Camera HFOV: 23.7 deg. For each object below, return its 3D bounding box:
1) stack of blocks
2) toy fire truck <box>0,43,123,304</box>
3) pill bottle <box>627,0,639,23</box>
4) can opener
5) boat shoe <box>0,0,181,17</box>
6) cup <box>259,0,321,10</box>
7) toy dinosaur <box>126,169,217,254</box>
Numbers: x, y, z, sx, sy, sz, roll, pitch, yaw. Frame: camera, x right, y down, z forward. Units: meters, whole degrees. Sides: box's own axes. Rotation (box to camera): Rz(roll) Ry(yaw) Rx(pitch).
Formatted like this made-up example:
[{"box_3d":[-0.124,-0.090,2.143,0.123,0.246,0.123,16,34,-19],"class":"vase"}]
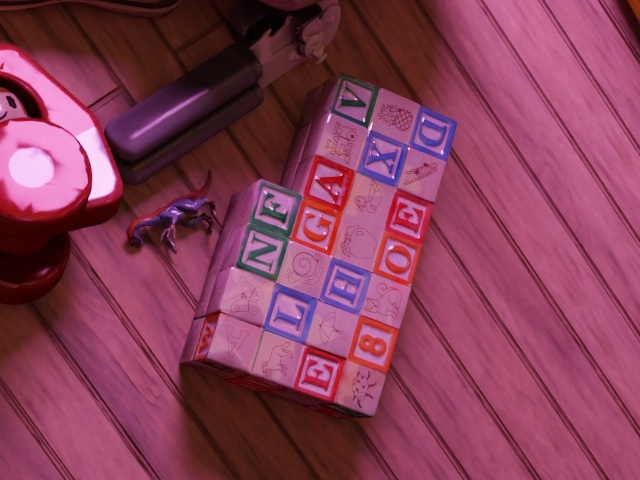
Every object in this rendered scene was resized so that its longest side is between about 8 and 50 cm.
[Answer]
[{"box_3d":[0.000,0.000,1.425,0.171,0.087,0.297,22,76,-18],"class":"stack of blocks"},{"box_3d":[-0.332,-0.074,1.276,0.302,0.169,0.254,-16,70,-24],"class":"toy fire truck"},{"box_3d":[0.389,-0.240,1.604,0.103,0.103,0.184,-31,94,-22],"class":"pill bottle"},{"box_3d":[-0.091,-0.156,1.430,0.093,0.074,0.280,39,65,24],"class":"can opener"},{"box_3d":[-0.236,-0.258,1.361,0.257,0.095,0.095,-1,83,-22],"class":"boat shoe"},{"box_3d":[-0.018,-0.347,1.357,0.331,0.331,0.237,37,83,-13],"class":"cup"},{"box_3d":[-0.139,-0.020,1.411,0.082,0.047,0.090,2,49,-13],"class":"toy dinosaur"}]
